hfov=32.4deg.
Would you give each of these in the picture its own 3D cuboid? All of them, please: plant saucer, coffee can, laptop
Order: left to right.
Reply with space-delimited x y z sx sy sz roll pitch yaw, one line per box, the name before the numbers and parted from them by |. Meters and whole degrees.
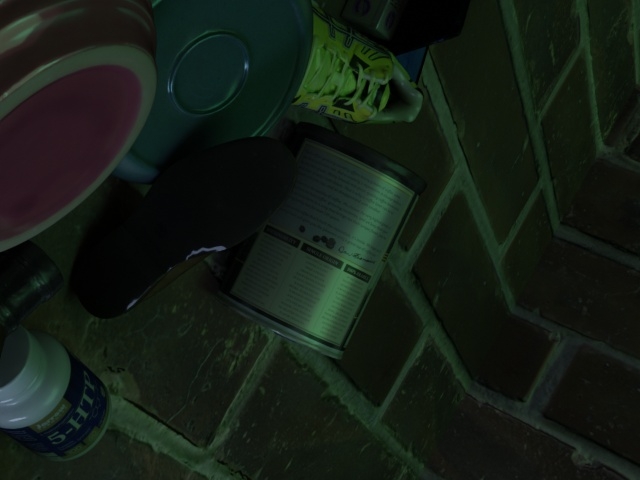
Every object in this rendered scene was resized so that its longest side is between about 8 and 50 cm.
plant saucer | -0.262 -0.100 0.962 0.332 0.084 0.332 -43 167 -12
plant saucer | -0.128 -0.188 1.200 0.317 0.043 0.318 -26 138 -26
coffee can | 0.000 0.000 1.544 0.275 0.201 0.201 -64 155 -2
laptop | 0.192 -0.349 1.617 0.136 0.264 0.234 25 74 -29

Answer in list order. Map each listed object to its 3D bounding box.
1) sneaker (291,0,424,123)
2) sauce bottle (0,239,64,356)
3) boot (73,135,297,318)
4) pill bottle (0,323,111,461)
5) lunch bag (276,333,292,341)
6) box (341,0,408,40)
sneaker | 0.014 -0.230 1.428 0.384 0.147 0.145 -4 118 -59
sauce bottle | -0.386 0.130 1.038 0.344 0.111 0.111 -50 151 -32
boot | -0.144 -0.024 1.265 0.305 0.112 0.115 -34 176 20
pill bottle | -0.312 0.161 1.198 0.112 0.112 0.187 -56 153 -17
lunch bag | -0.035 0.102 1.725 0.065 0.067 0.098 -35 140 -47
box | 0.130 -0.445 1.552 0.324 0.063 0.067 -66 154 2
